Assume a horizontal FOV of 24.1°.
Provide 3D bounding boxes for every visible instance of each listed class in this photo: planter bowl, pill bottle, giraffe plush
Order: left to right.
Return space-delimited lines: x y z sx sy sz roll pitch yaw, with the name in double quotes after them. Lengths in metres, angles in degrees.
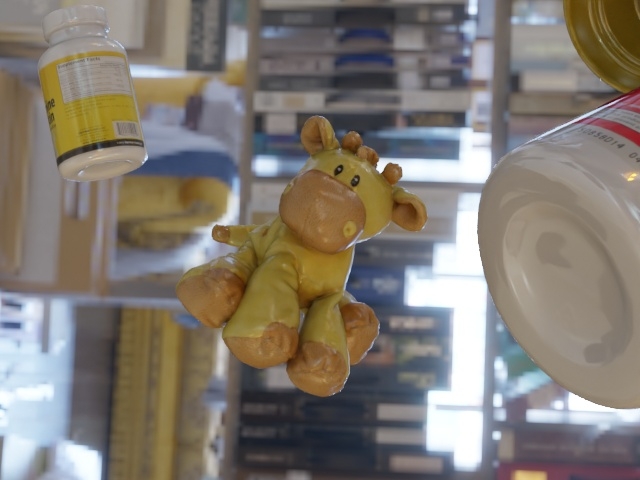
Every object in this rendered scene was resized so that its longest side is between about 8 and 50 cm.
-0.261 -0.166 1.694 0.103 0.103 0.184 62 15 -80 "pill bottle"
0.000 0.000 1.280 0.170 0.181 0.210 -55 -168 29 "giraffe plush"
0.387 -0.270 1.668 0.090 0.217 0.217 -20 115 -52 "planter bowl"
0.348 -0.043 1.251 0.229 0.407 0.229 40 -36 38 "pill bottle"
